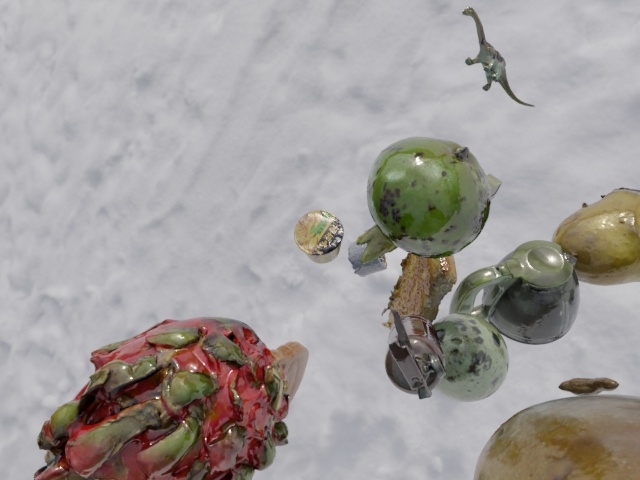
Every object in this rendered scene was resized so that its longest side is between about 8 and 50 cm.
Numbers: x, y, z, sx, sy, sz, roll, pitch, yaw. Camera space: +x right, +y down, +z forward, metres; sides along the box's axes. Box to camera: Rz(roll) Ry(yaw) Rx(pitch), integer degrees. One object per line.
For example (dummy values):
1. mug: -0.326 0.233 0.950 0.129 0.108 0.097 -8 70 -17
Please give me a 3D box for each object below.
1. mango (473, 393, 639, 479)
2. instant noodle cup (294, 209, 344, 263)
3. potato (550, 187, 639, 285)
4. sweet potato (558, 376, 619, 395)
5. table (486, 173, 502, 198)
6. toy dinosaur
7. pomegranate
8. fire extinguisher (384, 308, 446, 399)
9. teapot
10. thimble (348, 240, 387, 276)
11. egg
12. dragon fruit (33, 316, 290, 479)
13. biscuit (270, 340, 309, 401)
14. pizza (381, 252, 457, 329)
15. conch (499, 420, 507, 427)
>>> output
1. mango: 0.198 0.175 0.310 0.192 0.316 0.146 -15 66 11
2. instant noodle cup: 0.000 0.000 1.461 0.151 0.122 0.152 -3 63 5
3. potato: 0.895 0.056 1.404 0.296 0.290 0.397 -35 67 -7
4. sweet potato: 0.793 0.427 1.389 0.054 0.053 0.182 62 147 6
5. table: 0.620 -0.191 1.775 0.062 0.079 0.083 44 148 26
6. toy dinosaur: 0.248 -0.247 0.686 0.058 0.180 0.037 -48 30 -9
7. pomegranate: 0.161 -0.057 0.794 0.263 0.211 0.211 -50 58 39
8. fire extinguisher: 0.108 0.139 0.608 0.075 0.252 0.106 -45 82 8
9. teapot: 0.517 0.111 1.250 0.321 0.239 0.240 8 51 18
10. thimble: 0.173 0.059 1.746 0.117 0.151 0.127 -17 59 19
11. egg: 0.286 0.234 0.956 0.177 0.228 0.177 -6 72 20
12. dragon fruit: -0.186 0.218 0.586 0.237 0.302 0.231 -155 55 -70
13. biscuit: -0.156 0.414 1.168 0.078 0.455 0.350 25 111 19
14. pizza: 0.210 0.116 1.039 0.189 0.071 0.297 -101 28 -51
15. conch: 0.537 0.544 1.297 0.088 0.180 0.065 2 108 57
